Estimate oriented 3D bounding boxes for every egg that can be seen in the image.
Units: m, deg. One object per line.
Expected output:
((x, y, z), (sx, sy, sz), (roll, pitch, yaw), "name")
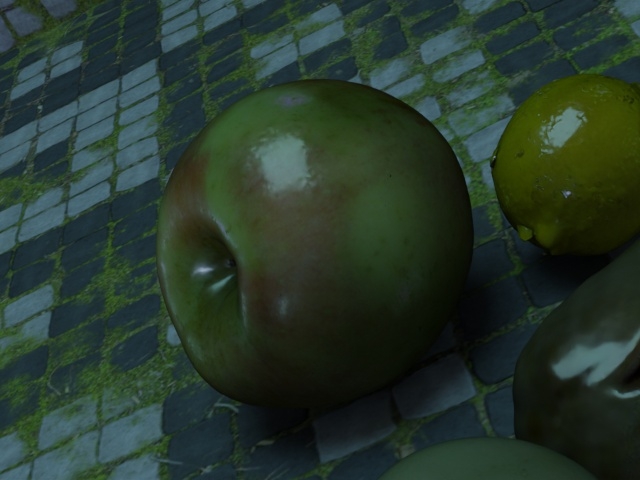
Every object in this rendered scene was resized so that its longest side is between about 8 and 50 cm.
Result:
((0.117, 0.233, 1.000), (0.188, 0.188, 0.253), (-42, 19, -22), "egg")

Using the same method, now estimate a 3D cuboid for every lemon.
((0.258, -0.071, 1.393), (0.173, 0.173, 0.206), (4, 52, 47), "lemon")

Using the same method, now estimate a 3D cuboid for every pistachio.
((0.262, 0.101, 1.129), (0.288, 0.166, 0.197), (-34, -13, -40), "pistachio")

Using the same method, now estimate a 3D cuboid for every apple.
((0.000, 0.000, 1.389), (0.277, 0.319, 0.319), (-13, 14, -38), "apple")
